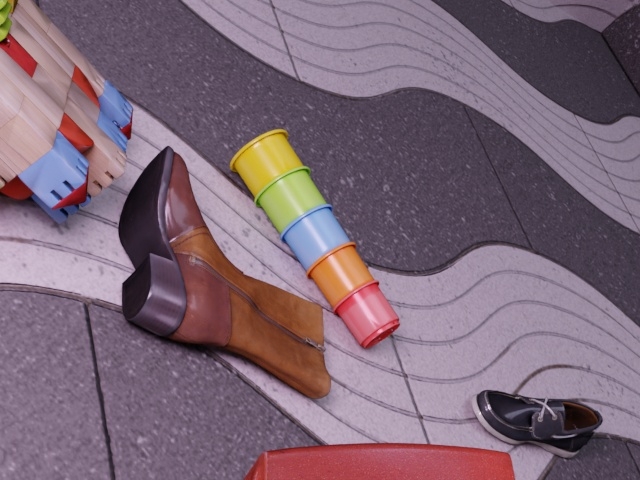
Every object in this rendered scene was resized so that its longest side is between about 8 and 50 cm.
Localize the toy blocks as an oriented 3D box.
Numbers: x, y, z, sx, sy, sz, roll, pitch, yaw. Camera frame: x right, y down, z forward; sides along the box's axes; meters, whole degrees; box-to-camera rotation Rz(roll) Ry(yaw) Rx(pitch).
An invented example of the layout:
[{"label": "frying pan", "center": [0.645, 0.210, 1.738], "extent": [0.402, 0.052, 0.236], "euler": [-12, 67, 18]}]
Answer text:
[{"label": "toy blocks", "center": [-0.322, -0.142, 1.276], "extent": [0.261, 0.190, 0.381], "euler": [48, 15, -25]}]

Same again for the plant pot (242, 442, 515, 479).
[{"label": "plant pot", "center": [0.019, 0.333, 1.035], "extent": [0.235, 0.267, 0.267], "euler": [20, 36, -16]}]

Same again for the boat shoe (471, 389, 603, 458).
[{"label": "boat shoe", "center": [0.309, 0.248, 1.663], "extent": [0.233, 0.079, 0.084], "euler": [20, 40, -35]}]

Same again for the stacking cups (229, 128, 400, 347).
[{"label": "stacking cups", "center": [0.000, 0.000, 1.577], "extent": [0.316, 0.096, 0.096], "euler": [55, 31, 12]}]

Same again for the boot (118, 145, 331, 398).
[{"label": "boot", "center": [-0.098, 0.035, 1.397], "extent": [0.280, 0.096, 0.264], "euler": [25, 35, -33]}]
